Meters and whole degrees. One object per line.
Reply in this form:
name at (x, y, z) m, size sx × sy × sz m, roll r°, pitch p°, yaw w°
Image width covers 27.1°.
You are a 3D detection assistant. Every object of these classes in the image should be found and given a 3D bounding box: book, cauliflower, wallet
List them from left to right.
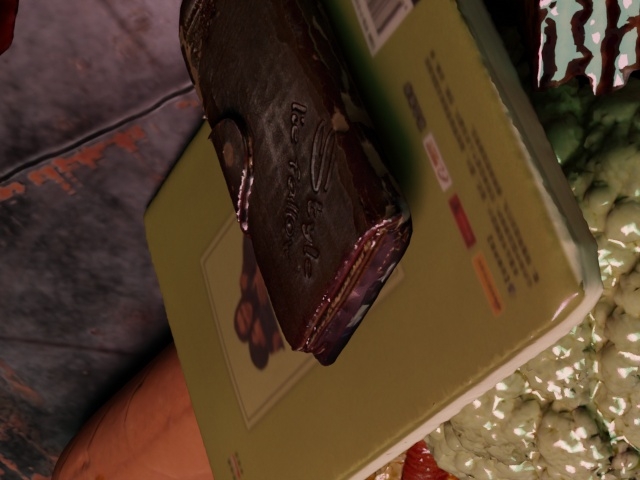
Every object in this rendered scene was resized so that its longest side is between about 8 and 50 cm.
wallet at (-0.022, -0.061, 0.659) m, size 0.031 × 0.232 × 0.122 m, roll -2°, pitch 143°, yaw -30°
book at (0.000, 0.000, 0.692) m, size 0.035 × 0.239 × 0.352 m, roll -6°, pitch 155°, yaw -31°
cauliflower at (0.155, 0.019, 0.732) m, size 0.250 × 0.275 × 0.272 m, roll -8°, pitch 125°, yaw -30°

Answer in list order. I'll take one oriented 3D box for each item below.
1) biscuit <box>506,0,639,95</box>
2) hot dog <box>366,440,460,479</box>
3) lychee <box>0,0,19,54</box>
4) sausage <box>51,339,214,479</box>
biscuit at (0.120, -0.184, 0.547) m, size 0.070 × 0.106 × 0.252 m, roll -1°, pitch 120°, yaw 2°
hot dog at (0.060, 0.157, 0.974) m, size 0.131 × 0.069 × 0.252 m, roll 10°, pitch 135°, yaw 0°
lychee at (-0.298, -0.155, 0.466) m, size 0.500 × 0.424 × 0.424 m, roll -9°, pitch 133°, yaw 23°
sausage at (-0.096, 0.144, 0.949) m, size 0.121 × 0.121 × 0.304 m, roll 30°, pitch 132°, yaw -20°
